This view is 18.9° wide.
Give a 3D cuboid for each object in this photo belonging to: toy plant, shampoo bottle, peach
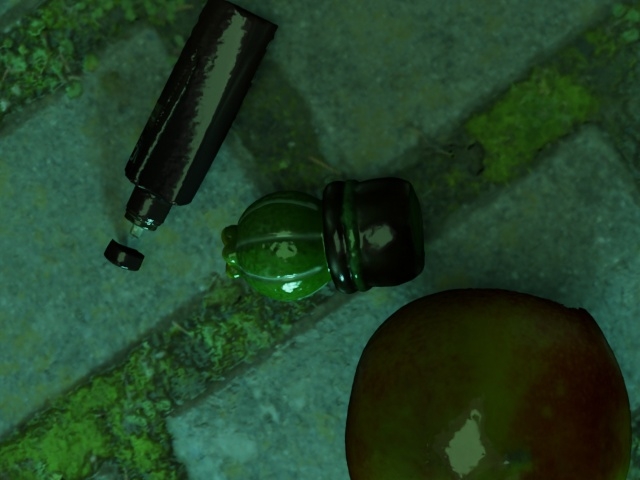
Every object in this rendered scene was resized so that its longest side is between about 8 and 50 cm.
[{"bbox_3d":[0.000,0.000,1.560,0.162,0.093,0.093,-9,96,12],"label":"toy plant"},{"bbox_3d":[-0.115,-0.085,1.578,0.067,0.068,0.236,28,98,4],"label":"shampoo bottle"},{"bbox_3d":[0.131,0.147,1.498,0.231,0.231,0.231,1,98,8],"label":"peach"}]
